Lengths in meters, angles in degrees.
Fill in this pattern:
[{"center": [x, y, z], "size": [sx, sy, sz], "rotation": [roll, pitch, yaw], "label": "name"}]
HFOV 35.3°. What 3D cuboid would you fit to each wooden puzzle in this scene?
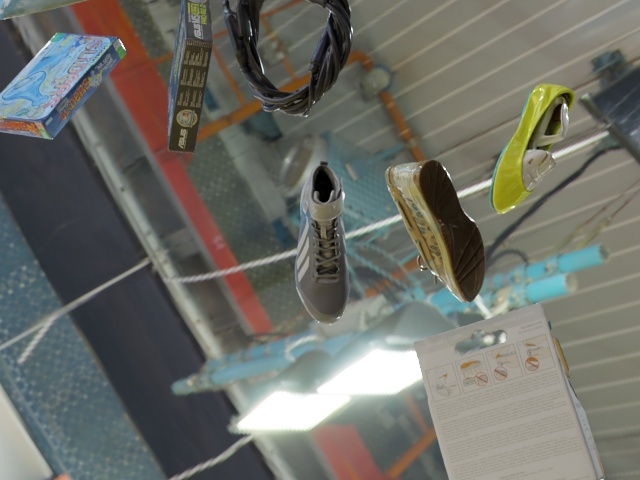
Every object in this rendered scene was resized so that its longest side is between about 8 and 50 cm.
[{"center": [0.402, 0.190, 1.731], "size": [0.078, 0.014, 0.116], "rotation": [-136, -156, -88], "label": "wooden puzzle"}]

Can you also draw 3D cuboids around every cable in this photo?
[{"center": [-0.031, -0.233, 1.164], "size": [0.151, 0.047, 0.184], "rotation": [-20, -101, 18], "label": "cable"}]

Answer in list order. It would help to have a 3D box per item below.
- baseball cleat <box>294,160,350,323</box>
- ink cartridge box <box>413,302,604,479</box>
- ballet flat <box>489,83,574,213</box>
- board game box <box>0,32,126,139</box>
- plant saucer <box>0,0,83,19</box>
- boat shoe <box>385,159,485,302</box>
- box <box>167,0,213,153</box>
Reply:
[{"center": [0.000, 0.000, 1.290], "size": [0.109, 0.072, 0.205], "rotation": [98, -14, -74], "label": "baseball cleat"}, {"center": [0.184, 0.169, 1.004], "size": [0.145, 0.045, 0.179], "rotation": [-20, -108, 21], "label": "ink cartridge box"}, {"center": [0.323, -0.141, 1.508], "size": [0.077, 0.231, 0.077], "rotation": [6, -29, 40], "label": "ballet flat"}, {"center": [-0.409, -0.242, 1.551], "size": [0.136, 0.201, 0.035], "rotation": [10, -37, 30], "label": "board game box"}, {"center": [-0.141, -0.261, 0.899], "size": [0.318, 0.318, 0.043], "rotation": [4, -63, 43], "label": "plant saucer"}, {"center": [0.201, -0.017, 1.716], "size": [0.089, 0.104, 0.285], "rotation": [3, -53, 42], "label": "boat shoe"}, {"center": [-0.277, -0.353, 2.111], "size": [0.216, 0.060, 0.270], "rotation": [-100, -160, -49], "label": "box"}]
